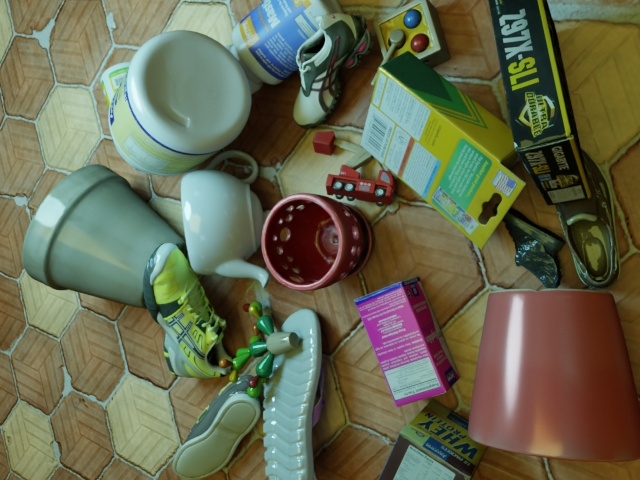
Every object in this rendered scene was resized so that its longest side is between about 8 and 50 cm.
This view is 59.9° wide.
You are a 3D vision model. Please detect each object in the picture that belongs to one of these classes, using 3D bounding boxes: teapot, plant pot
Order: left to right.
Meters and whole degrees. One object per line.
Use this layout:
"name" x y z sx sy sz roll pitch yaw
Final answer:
"plant pot" -0.495 0.021 1.358 0.280 0.323 0.323 29 106 8
"teapot" -0.204 -0.050 1.245 0.186 0.252 0.256 -8 112 -8
"plant pot" 0.000 0.000 1.141 0.190 0.174 0.191 2 94 28
"plant pot" 0.378 0.207 0.913 0.274 0.275 0.244 -4 79 28

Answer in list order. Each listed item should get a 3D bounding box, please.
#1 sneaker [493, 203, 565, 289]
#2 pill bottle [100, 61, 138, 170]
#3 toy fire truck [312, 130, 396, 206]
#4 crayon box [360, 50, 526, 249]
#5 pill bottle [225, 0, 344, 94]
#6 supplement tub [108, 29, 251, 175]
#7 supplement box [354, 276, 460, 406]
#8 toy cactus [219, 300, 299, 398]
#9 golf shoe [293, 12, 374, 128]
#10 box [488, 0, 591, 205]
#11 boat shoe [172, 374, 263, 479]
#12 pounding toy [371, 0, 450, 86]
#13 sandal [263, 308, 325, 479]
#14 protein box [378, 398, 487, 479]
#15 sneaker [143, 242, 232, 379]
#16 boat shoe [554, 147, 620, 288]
"sneaker" 0.371 0.010 1.010 0.170 0.051 0.089 38 118 30
"pill bottle" -0.450 -0.305 1.390 0.136 0.136 0.246 -23 81 27
"toy fire truck" 0.068 -0.151 1.157 0.191 0.047 0.135 10 68 11
"crayon box" 0.225 -0.161 1.005 0.323 0.083 0.203 45 153 19
"pill bottle" -0.090 -0.432 1.183 0.271 0.152 0.153 -31 78 25
"supplement tub" -0.313 -0.271 1.184 0.331 0.240 0.241 -11 86 60
"supplement box" 0.171 0.195 1.093 0.113 0.111 0.220 -24 82 26
"toy cactus" -0.130 0.228 1.227 0.180 0.112 0.219 -21 50 36
"golf shoe" -0.009 -0.346 1.133 0.273 0.120 0.105 -54 48 41
"box" 0.338 -0.244 0.861 0.079 0.257 0.323 -14 69 29
"boat shoe" -0.248 0.453 1.338 0.116 0.097 0.324 29 115 -18
"pounding toy" 0.162 -0.377 1.079 0.141 0.100 0.130 -19 83 27
"sandal" -0.046 0.362 1.224 0.169 0.102 0.417 -7 72 47
"protein box" 0.200 0.443 1.037 0.135 0.199 0.201 27 104 24
"sneaker" -0.293 0.166 1.284 0.147 0.145 0.385 5 129 17
"boat shoe" 0.451 -0.045 0.942 0.095 0.095 0.258 -20 83 27
